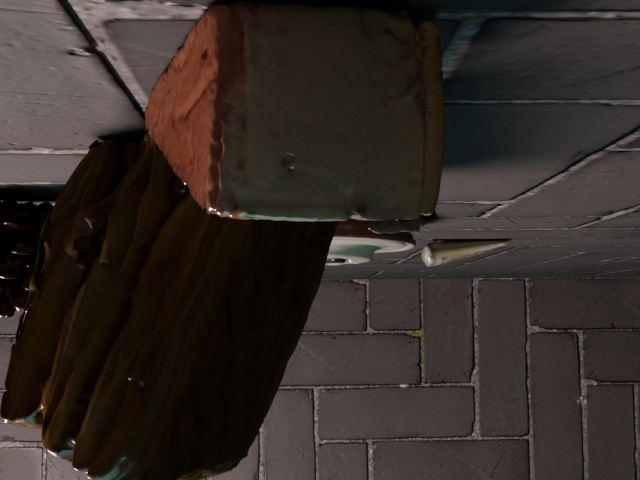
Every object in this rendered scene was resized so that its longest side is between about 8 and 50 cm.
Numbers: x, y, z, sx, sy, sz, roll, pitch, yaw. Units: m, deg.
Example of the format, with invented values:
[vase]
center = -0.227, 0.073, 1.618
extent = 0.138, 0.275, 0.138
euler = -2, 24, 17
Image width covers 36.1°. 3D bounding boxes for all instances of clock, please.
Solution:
[clock]
center = 0.000, 0.001, 1.266
extent = 0.245, 0.056, 0.244
euler = -1, 176, 0

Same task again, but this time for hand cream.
[hand cream]
center = 0.235, 0.013, 1.598
extent = 0.143, 0.039, 0.061
euler = -9, 171, -13

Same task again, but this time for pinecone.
[pinecone]
center = -0.307, 0.016, 0.995
extent = 0.140, 0.120, 0.140
euler = 9, -169, -2

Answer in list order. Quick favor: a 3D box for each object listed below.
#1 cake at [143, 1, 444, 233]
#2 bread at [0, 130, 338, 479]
[cake]
center = -0.021, -0.071, 0.483
extent = 0.110, 0.090, 0.225
euler = -1, -166, -16
[bread]
center = -0.111, 0.046, 0.765
extent = 0.167, 0.277, 0.324
euler = 22, 179, 12
